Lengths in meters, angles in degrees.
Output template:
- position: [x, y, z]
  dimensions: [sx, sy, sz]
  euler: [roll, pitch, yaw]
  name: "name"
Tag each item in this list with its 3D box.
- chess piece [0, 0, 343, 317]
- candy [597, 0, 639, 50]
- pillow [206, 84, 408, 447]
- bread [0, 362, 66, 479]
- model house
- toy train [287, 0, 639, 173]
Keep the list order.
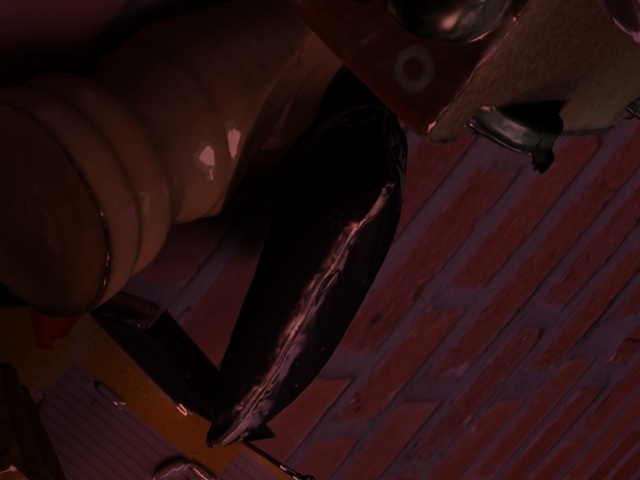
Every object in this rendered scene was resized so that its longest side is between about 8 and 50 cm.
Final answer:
- position: [-0.052, -0.052, 0.634]
  dimensions: [0.200, 0.090, 0.090]
  euler: [-36, 155, -43]
  name: "chess piece"
- position: [0.192, -0.171, 0.496]
  dimensions: [0.186, 0.386, 0.427]
  euler: [-18, 160, 35]
  name: "candy"
- position: [0.000, 0.000, 0.702]
  dimensions: [0.141, 0.055, 0.208]
  euler: [-59, -175, 19]
  name: "pillow"
- position: [-0.204, 0.148, 0.592]
  dimensions: [0.179, 0.133, 0.250]
  euler: [27, 98, -31]
  name: "bread"
- position: [-0.122, 0.137, 0.747]
  dimensions: [0.219, 0.207, 0.136]
  euler: [-49, -169, 8]
  name: "model house"
- position: [0.108, -0.124, 0.663]
  dimensions: [0.326, 0.159, 0.129]
  euler: [-10, 141, -55]
  name: "toy train"
